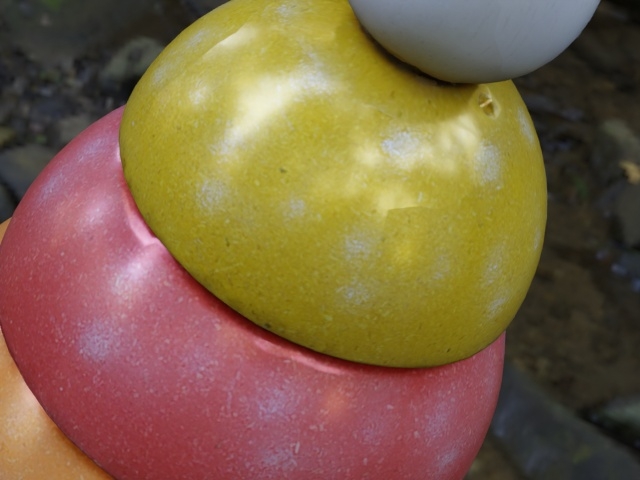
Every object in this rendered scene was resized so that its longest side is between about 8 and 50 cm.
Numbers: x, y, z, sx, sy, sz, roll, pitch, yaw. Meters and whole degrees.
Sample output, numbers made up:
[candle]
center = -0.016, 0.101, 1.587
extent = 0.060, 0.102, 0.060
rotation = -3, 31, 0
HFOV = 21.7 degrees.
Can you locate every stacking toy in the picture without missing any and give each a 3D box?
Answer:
[stacking toy]
center = 0.000, 0.000, 0.807
extent = 0.351, 0.480, 0.350
rotation = 21, 39, -18
